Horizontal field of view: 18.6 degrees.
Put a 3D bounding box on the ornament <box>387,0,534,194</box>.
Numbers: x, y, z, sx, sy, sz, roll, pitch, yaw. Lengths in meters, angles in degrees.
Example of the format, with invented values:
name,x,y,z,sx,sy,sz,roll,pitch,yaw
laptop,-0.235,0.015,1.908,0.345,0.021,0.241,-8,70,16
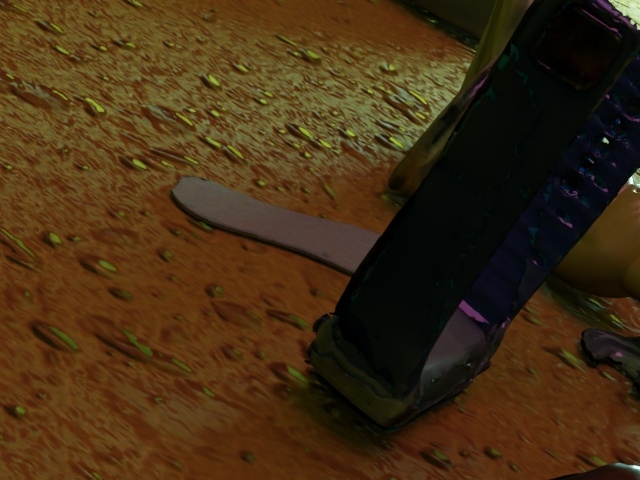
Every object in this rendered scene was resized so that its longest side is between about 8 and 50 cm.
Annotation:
name,x,y,z,sx,sy,sz,roll,pitch,yaw
ornament,0.109,-0.100,1.320,0.059,0.201,0.180,28,-21,0

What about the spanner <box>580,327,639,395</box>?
name,x,y,z,sx,sy,sz,roll,pitch,yaw
spanner,0.264,0.069,1.299,0.071,0.017,0.302,37,25,30

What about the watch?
name,x,y,z,sx,sy,sz,roll,pitch,yaw
watch,0.117,-0.036,1.014,0.068,0.274,0.276,39,29,16

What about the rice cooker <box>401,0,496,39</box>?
name,x,y,z,sx,sy,sz,roll,pitch,yaw
rice cooker,0.135,-0.246,1.672,0.206,0.127,0.145,28,22,8

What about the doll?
name,x,y,z,sx,sy,sz,roll,pitch,yaw
doll,0.214,0.022,1.222,0.291,0.086,0.117,41,-13,44

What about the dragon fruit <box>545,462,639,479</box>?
name,x,y,z,sx,sy,sz,roll,pitch,yaw
dragon fruit,0.122,0.168,0.743,0.188,0.182,0.182,38,17,-29

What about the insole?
name,x,y,z,sx,sy,sz,roll,pitch,yaw
insole,0.000,0.000,1.157,0.197,0.004,0.065,17,25,-25
